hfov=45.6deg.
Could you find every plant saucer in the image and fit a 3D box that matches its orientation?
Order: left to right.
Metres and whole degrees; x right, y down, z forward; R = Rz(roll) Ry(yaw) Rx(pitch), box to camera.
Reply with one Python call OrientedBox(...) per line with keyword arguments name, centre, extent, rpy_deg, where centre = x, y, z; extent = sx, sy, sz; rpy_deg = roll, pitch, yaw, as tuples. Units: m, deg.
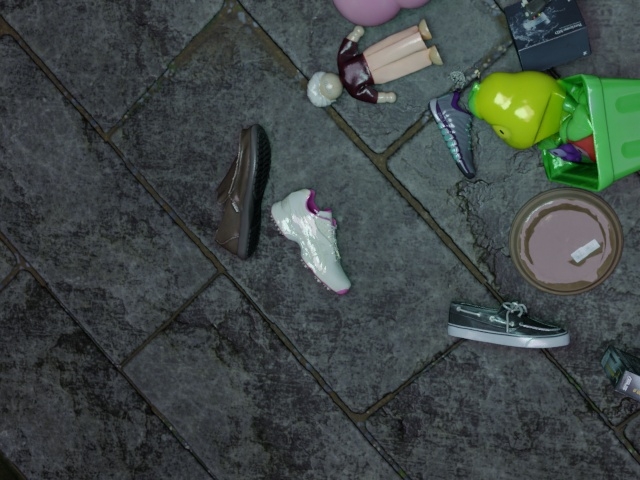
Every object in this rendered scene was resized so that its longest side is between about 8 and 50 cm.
OrientedBox(name="plant saucer", centre=(0.612, 0.006, 1.904), extent=(0.277, 0.041, 0.278), rpy_deg=(2, 100, 12))

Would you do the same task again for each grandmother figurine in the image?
OrientedBox(name="grandmother figurine", centre=(0.120, -0.436, 1.908), extent=(0.342, 0.104, 0.208), rpy_deg=(-23, 86, 14))

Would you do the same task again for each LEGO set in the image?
OrientedBox(name="LEGO set", centre=(0.354, -0.411, 1.893), extent=(0.083, 0.023, 0.054), rpy_deg=(-29, 93, 17))

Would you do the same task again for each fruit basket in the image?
OrientedBox(name="fruit basket", centre=(0.522, -0.255, 1.704), extent=(0.391, 0.392, 0.283), rpy_deg=(-8, 99, 15))

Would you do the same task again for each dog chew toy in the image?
OrientedBox(name="dog chew toy", centre=(0.188, -0.626, 1.780), extent=(0.331, 0.206, 0.207), rpy_deg=(-8, 99, 26))

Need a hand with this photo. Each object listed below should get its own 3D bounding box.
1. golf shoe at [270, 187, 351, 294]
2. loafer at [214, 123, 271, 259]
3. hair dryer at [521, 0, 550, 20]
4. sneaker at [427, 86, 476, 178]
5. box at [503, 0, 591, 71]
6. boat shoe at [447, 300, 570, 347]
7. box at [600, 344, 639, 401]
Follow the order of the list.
OrientedBox(name="golf shoe", centre=(0.000, 0.000, 2.013), extent=(0.140, 0.115, 0.306), rpy_deg=(-37, 92, 14))
OrientedBox(name="loafer", centre=(-0.221, -0.132, 2.026), extent=(0.130, 0.134, 0.366), rpy_deg=(12, 103, 11))
OrientedBox(name="hair dryer", centre=(0.539, -0.650, 1.684), extent=(0.293, 0.080, 0.224), rpy_deg=(-28, 94, 5))
OrientedBox(name="sneaker", centre=(0.354, -0.266, 1.893), extent=(0.098, 0.083, 0.224), rpy_deg=(-26, 93, 12))
OrientedBox(name="box", centre=(0.523, -0.485, 1.762), extent=(0.155, 0.093, 0.158), rpy_deg=(-17, 53, 16))
OrientedBox(name="boat shoe", centre=(0.477, 0.205, 1.939), extent=(0.306, 0.113, 0.105), rpy_deg=(6, 96, 28))
OrientedBox(name="box", centre=(0.784, 0.340, 1.826), extent=(0.183, 0.231, 0.056), rpy_deg=(25, 102, 7))
